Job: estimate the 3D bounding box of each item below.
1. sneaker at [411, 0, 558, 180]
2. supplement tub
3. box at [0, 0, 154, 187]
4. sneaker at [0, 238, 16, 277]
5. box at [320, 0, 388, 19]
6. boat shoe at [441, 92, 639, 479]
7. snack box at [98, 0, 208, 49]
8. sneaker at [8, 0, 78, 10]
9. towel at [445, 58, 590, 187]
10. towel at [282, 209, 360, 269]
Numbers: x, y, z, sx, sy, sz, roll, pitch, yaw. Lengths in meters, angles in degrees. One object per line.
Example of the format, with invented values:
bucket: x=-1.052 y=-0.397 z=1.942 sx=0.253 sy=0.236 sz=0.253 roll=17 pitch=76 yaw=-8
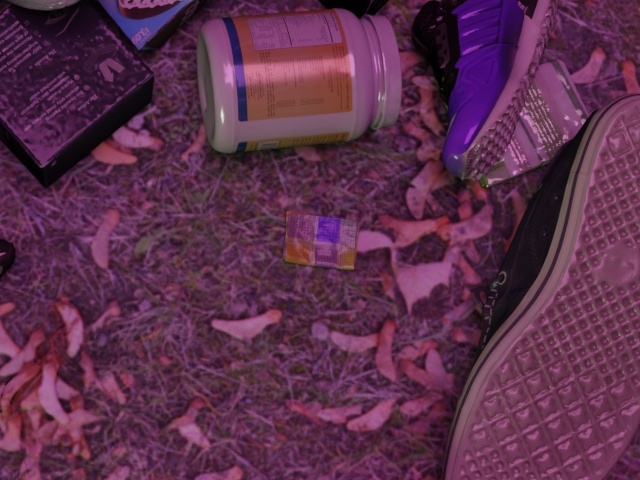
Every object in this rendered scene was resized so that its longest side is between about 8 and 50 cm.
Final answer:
sneaker: x=0.162 y=-0.196 z=1.550 sx=0.146 sy=0.102 sz=0.293 roll=19 pitch=58 yaw=11
supplement tub: x=-0.025 y=-0.173 z=1.494 sx=0.200 sy=0.144 sz=0.144 roll=-6 pitch=78 yaw=-12
box: x=-0.285 y=-0.169 z=1.473 sx=0.156 sy=0.093 sz=0.158 roll=-42 pitch=86 yaw=-15
sneaker: x=-0.446 y=0.004 z=1.405 sx=0.272 sy=0.100 sz=0.108 roll=1 pitch=72 yaw=-10
box: x=0.014 y=-0.396 z=1.577 sx=0.261 sy=0.103 sz=0.184 roll=43 pitch=71 yaw=2
boat shoe: x=0.263 y=0.084 z=1.487 sx=0.187 sy=0.156 sz=0.500 roll=22 pitch=86 yaw=-10
snack box: x=-0.131 y=-0.377 z=1.487 sx=0.322 sy=0.060 sz=0.187 roll=-41 pitch=86 yaw=16
sneaker: x=-0.350 y=-0.402 z=1.406 sx=0.137 sy=0.210 sz=0.365 roll=-31 pitch=64 yaw=-6
towel: x=0.231 y=-0.134 z=1.597 sx=0.152 sy=0.023 sz=0.113 roll=-22 pitch=80 yaw=-12
towel: x=0.000 y=0.000 z=1.528 sx=0.083 sy=0.009 sz=0.060 roll=10 pitch=75 yaw=-8
